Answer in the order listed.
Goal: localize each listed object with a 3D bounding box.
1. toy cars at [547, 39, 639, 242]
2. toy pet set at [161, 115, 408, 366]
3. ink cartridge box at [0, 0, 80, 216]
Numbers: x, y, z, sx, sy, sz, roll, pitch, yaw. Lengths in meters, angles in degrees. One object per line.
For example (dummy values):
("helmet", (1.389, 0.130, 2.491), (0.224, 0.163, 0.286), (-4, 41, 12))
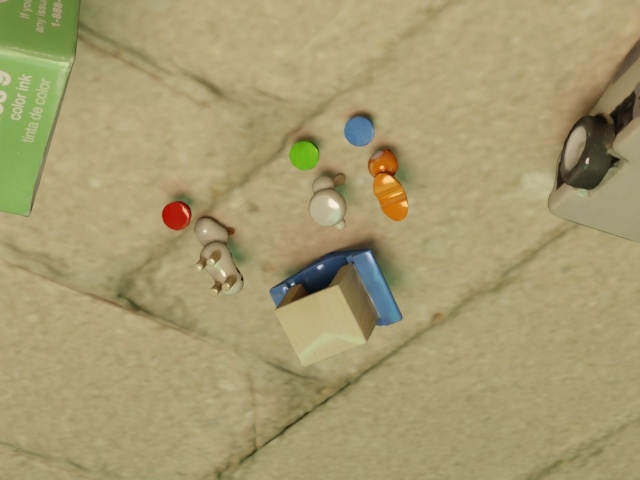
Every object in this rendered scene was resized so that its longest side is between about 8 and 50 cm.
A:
("toy cars", (0.148, -0.123, 0.642), (0.176, 0.087, 0.393), (-3, 149, 21))
("toy pet set", (0.000, 0.000, 0.827), (0.122, 0.065, 0.114), (-22, 102, 19))
("ink cartridge box", (-0.198, -0.110, 0.587), (0.212, 0.154, 0.093), (10, 139, -14))
